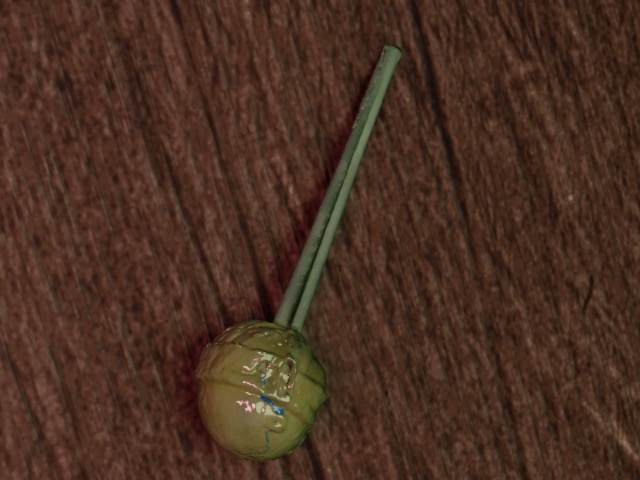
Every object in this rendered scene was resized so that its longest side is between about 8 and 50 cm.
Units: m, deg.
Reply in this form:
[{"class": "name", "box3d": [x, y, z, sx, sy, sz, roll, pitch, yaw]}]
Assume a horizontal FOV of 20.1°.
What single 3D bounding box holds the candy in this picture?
[{"class": "candy", "box3d": [0.000, 0.000, 1.292, 0.093, 0.092, 0.335, 20, 69, 6]}]
